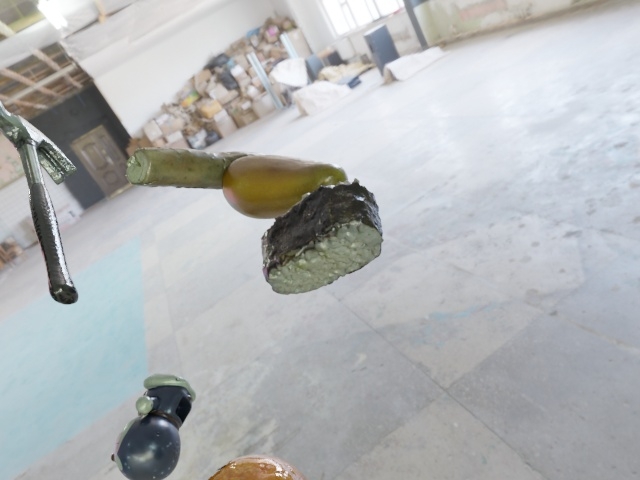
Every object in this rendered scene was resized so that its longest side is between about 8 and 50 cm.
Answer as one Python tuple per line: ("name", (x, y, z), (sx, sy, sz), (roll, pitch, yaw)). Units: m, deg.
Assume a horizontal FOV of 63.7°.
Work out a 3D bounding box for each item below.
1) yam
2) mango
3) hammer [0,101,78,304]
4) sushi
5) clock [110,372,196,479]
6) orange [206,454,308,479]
("yam", (-0.165, -0.118, 0.857), (0.071, 0.067, 0.317), (25, 19, 36))
("mango", (-0.052, -0.082, 0.775), (0.227, 0.099, 0.136), (2, 8, 38))
("hammer", (-0.253, -0.033, 0.475), (0.029, 0.103, 0.246), (-37, 57, 2))
("sushi", (0.000, 0.000, 0.565), (0.150, 0.090, 0.078), (-35, 46, 30))
("clock", (-0.391, 0.444, 1.220), (0.146, 0.200, 0.243), (1, 43, 8))
("orange", (-0.117, 0.516, 0.925), (0.246, 0.246, 0.246), (-26, 21, 11))
